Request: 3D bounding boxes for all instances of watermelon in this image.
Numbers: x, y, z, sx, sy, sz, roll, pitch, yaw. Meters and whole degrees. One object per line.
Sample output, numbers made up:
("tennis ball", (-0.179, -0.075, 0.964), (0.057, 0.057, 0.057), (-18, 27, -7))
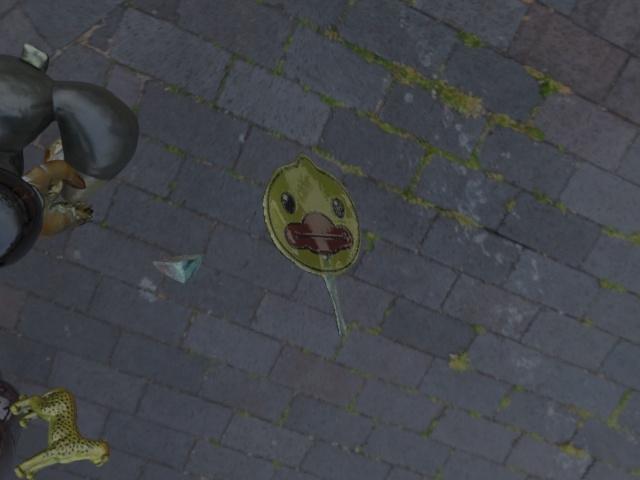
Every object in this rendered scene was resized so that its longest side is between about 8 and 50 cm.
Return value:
("watermelon", (-0.371, 0.064, 1.644), (0.094, 0.180, 0.081), (29, 104, 24))

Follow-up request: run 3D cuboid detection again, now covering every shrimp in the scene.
("shrimp", (-0.442, -0.070, 1.039), (0.053, 0.236, 0.133), (11, 94, 12))

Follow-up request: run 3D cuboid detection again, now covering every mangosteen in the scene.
("mangosteen", (-0.402, -0.033, 0.744), (0.136, 0.151, 0.137), (-1, 109, -2))

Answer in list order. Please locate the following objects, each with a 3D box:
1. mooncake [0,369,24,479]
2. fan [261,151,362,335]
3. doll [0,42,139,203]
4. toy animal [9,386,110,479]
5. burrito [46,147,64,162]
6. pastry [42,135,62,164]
("mooncake", (-0.686, 0.333, 1.086), (0.305, 0.306, 0.154), (25, 139, -11))
("fan", (-0.001, 0.000, 1.070), (0.011, 0.229, 0.335), (-27, 69, 42))
("doll", (-0.560, -0.142, 1.124), (0.378, 0.252, 0.382), (23, 119, -25))
("toy animal", (-0.441, 0.312, 1.041), (0.136, 0.181, 0.073), (-20, 140, -14))
("burrito", (-0.580, -0.188, 1.417), (0.203, 0.064, 0.064), (-36, 109, 24))
("pastry", (-0.690, -0.220, 1.687), (0.081, 0.153, 0.153), (34, 109, 11))
